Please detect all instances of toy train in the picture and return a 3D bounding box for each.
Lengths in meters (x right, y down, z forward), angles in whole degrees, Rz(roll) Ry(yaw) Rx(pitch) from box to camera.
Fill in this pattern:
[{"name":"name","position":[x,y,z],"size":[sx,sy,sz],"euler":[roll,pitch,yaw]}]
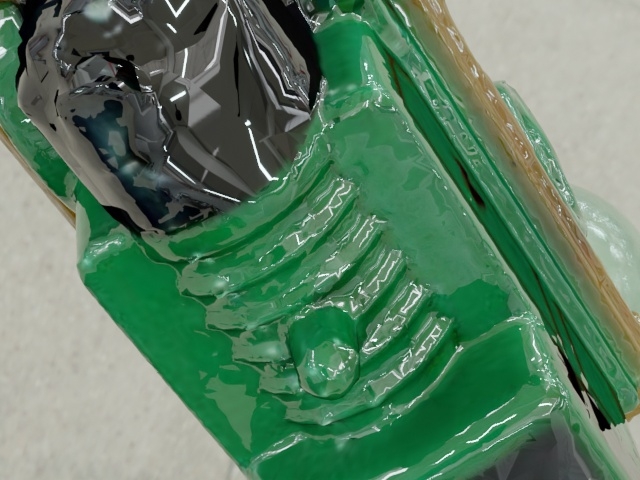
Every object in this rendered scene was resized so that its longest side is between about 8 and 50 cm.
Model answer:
[{"name":"toy train","position":[0.000,0.000,0.657],"size":[0.429,0.178,0.249],"euler":[54,14,-32]}]

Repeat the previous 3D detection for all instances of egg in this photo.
[{"name":"egg","position":[0.150,0.036,1.162],"size":[0.192,0.149,0.149],"euler":[26,34,-58]}]
